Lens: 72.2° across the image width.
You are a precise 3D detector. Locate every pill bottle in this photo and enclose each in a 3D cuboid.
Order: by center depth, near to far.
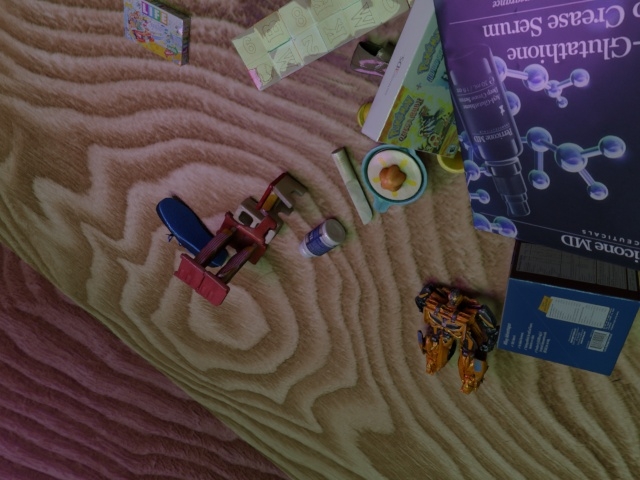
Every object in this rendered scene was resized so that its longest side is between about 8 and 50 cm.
[{"bbox_3d":[0.000,0.000,1.084,0.067,0.067,0.120,47,135,-10],"label":"pill bottle"}]

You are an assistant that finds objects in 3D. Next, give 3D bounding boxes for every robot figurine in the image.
[{"bbox_3d":[0.316,0.232,1.043,0.211,0.085,0.290,20,139,38],"label":"robot figurine"}]

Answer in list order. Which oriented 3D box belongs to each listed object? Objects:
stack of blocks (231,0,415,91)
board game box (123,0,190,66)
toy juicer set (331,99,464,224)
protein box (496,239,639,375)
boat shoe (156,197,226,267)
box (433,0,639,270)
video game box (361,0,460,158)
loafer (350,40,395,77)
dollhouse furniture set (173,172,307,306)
[{"bbox_3d":[0.026,-0.358,0.693,0.298,0.171,0.087,-20,115,21],"label":"stack of blocks"},{"bbox_3d":[-0.356,-0.462,0.952,0.154,0.026,0.103,29,135,8],"label":"board game box"},{"bbox_3d":[0.121,-0.158,0.862,0.209,0.089,0.329,47,136,-10],"label":"toy juicer set"},{"bbox_3d":[0.465,0.122,0.845,0.201,0.136,0.199,10,130,25],"label":"protein box"},{"bbox_3d":[-0.397,-0.007,1.301,0.089,0.109,0.258,-21,110,45],"label":"boat shoe"},{"bbox_3d":[0.340,-0.193,0.532,0.294,0.212,0.395,22,141,51],"label":"box"},{"bbox_3d":[0.177,-0.233,0.651,0.048,0.187,0.205,49,126,44],"label":"video game box"},{"bbox_3d":[0.119,-0.311,0.760,0.148,0.056,0.050,16,138,20],"label":"loafer"},{"bbox_3d":[-0.213,-0.015,1.109,0.152,0.201,0.374,38,137,-1],"label":"dollhouse furniture set"}]
